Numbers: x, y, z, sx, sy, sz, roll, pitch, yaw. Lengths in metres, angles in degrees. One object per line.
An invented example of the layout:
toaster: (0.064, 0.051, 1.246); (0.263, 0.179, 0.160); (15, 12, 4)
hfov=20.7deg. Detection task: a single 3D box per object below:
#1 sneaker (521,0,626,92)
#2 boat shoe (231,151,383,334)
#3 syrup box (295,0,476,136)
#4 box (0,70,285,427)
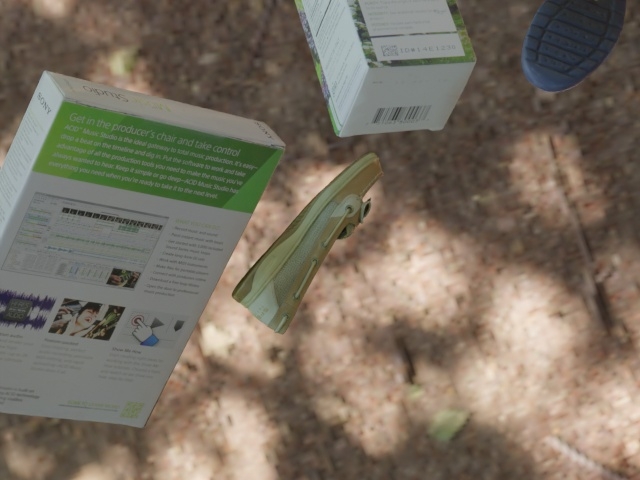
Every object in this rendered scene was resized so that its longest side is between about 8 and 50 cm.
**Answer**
sneaker: (0.164, -0.141, 1.102); (0.053, 0.144, 0.059); (28, 149, 4)
boat shoe: (0.000, 0.000, 1.252); (0.048, 0.153, 0.056); (42, 153, -2)
syrup box: (0.037, -0.207, 1.408); (0.096, 0.093, 0.237); (114, 145, -54)
box: (-0.198, 0.018, 1.558); (0.322, 0.232, 0.058); (-61, 41, 22)
